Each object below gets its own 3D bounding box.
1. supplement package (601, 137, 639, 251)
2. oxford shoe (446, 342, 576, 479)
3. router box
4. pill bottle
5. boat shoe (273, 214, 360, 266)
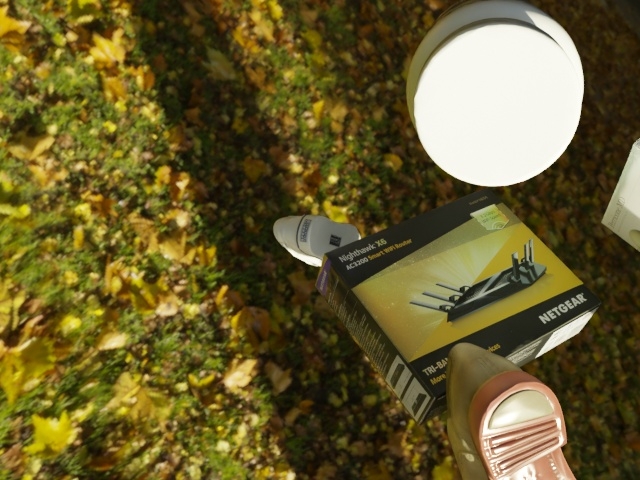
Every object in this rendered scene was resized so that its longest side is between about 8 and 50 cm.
[{"bbox_3d":[0.537,-0.047,0.890,0.262,0.198,0.199,45,-13,26],"label":"supplement package"},{"bbox_3d":[0.219,0.267,0.833,0.130,0.123,0.348,-130,-155,-60],"label":"oxford shoe"},{"bbox_3d":[0.187,0.074,0.983,0.308,0.081,0.243,-22,58,-28],"label":"router box"},{"bbox_3d":[0.214,-0.200,0.900,0.204,0.204,0.361,50,23,-9],"label":"pill bottle"},{"bbox_3d":[0.000,0.000,1.278,0.258,0.084,0.095,37,65,-62],"label":"boat shoe"}]
